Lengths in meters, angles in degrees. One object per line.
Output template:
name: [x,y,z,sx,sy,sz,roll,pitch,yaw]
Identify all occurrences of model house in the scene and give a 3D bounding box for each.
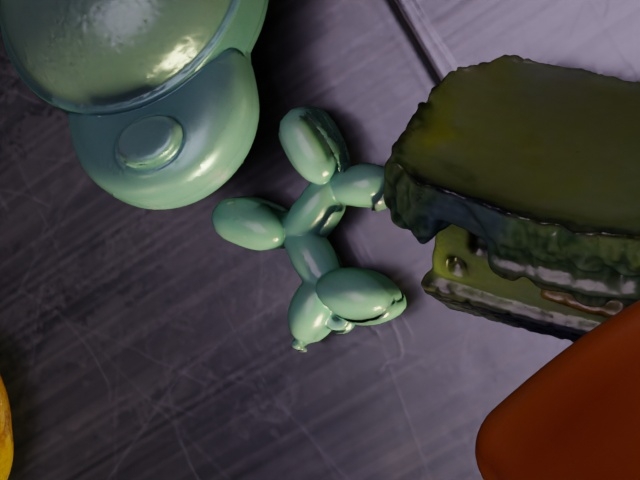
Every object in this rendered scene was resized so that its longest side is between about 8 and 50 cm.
model house: [0.151,0.012,1.019,0.194,0.170,0.211,14,134,20]

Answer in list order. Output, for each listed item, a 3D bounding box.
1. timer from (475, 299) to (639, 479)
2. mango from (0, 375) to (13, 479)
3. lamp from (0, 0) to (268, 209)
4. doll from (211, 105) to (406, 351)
timer: [0.258,0.122,0.932,0.250,0.257,0.161,-44,53,16]
mango: [-0.309,0.140,1.261,0.115,0.089,0.165,-37,83,22]
lamp: [-0.134,-0.162,1.130,0.209,0.147,0.284,-19,88,20]
doll: [0.000,0.000,1.137,0.158,0.059,0.159,37,106,16]
